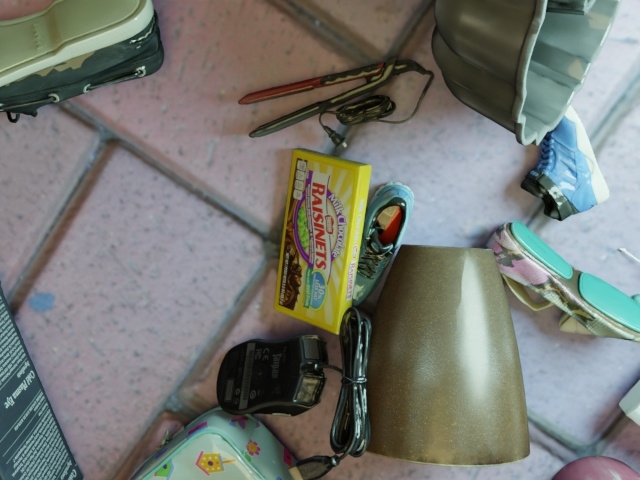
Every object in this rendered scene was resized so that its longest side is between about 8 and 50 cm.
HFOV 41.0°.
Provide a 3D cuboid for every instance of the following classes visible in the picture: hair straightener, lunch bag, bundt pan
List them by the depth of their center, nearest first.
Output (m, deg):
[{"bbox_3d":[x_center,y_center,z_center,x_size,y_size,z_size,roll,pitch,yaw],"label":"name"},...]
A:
[{"bbox_3d":[0.214,-0.265,0.843,0.124,0.331,0.331,25,105,22],"label":"bundt pan"},{"bbox_3d":[0.024,-0.155,1.010,0.230,0.047,0.089,-15,102,2],"label":"hair straightener"},{"bbox_3d":[-0.119,0.362,1.105,0.224,0.108,0.279,-40,96,17],"label":"lunch bag"}]

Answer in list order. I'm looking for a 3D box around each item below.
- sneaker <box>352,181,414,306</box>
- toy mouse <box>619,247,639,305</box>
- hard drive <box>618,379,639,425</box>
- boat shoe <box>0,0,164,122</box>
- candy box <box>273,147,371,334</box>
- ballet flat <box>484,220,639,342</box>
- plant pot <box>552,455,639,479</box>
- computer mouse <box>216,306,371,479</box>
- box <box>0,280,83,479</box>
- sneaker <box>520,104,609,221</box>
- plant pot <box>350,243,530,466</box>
[{"bbox_3d":[0.060,0.007,1.025,0.063,0.073,0.162,23,104,-2],"label":"sneaker"},{"bbox_3d":[0.441,0.084,1.041,0.161,0.031,0.143,2,104,3],"label":"toy mouse"},{"bbox_3d":[0.548,0.220,1.047,0.307,0.040,0.203,37,103,-11],"label":"hard drive"},{"bbox_3d":[-0.340,-0.194,0.987,0.340,0.127,0.113,-21,145,1],"label":"boat shoe"},{"bbox_3d":[0.000,0.000,1.025,0.105,0.027,0.206,17,107,34],"label":"candy box"},{"bbox_3d":[0.292,0.064,1.032,0.221,0.077,0.079,35,124,1],"label":"ballet flat"},{"bbox_3d":[0.354,0.360,1.037,0.201,0.180,0.201,1,104,4],"label":"plant pot"},{"bbox_3d":[-0.027,0.196,1.010,0.060,0.184,0.262,24,147,-39],"label":"computer mouse"},{"bbox_3d":[-0.526,0.251,1.059,0.343,0.179,0.312,-16,107,7],"label":"box"},{"bbox_3d":[0.267,-0.094,0.995,0.084,0.058,0.152,-28,107,1],"label":"sneaker"},{"bbox_3d":[0.140,0.121,0.998,0.215,0.215,0.230,3,89,3],"label":"plant pot"}]
